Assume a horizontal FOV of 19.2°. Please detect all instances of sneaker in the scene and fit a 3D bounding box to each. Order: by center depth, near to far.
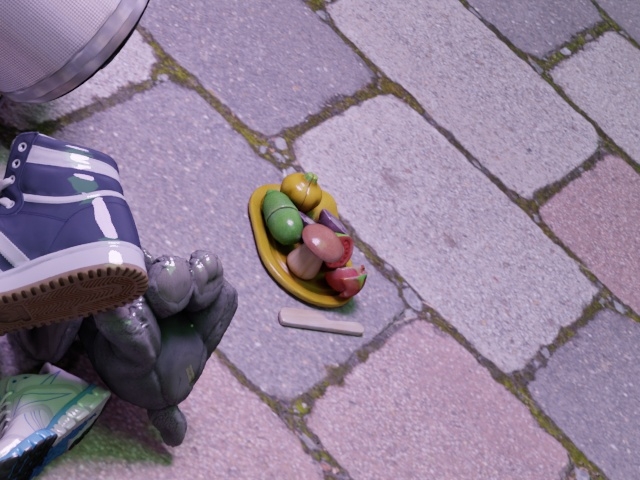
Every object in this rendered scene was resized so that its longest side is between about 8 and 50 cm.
[{"bbox_3d":[-0.296,0.000,1.630,0.282,0.099,0.153,-10,62,-2],"label":"sneaker"},{"bbox_3d":[-0.259,0.159,1.630,0.083,0.071,0.190,36,24,6],"label":"sneaker"}]

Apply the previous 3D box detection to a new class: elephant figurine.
[{"bbox_3d":[-0.206,0.042,1.750,0.239,0.186,0.169,24,-14,31],"label":"elephant figurine"}]

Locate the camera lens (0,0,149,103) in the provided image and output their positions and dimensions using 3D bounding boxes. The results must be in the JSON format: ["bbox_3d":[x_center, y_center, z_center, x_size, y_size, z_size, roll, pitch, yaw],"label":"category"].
[{"bbox_3d":[-0.315,-0.284,1.856,0.274,0.219,0.219,40,28,-32],"label":"camera lens"}]

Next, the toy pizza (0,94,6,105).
[{"bbox_3d":[-0.406,-0.203,1.938,0.201,0.032,0.201,26,35,-20],"label":"toy pizza"}]

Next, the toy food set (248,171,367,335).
[{"bbox_3d":[0.000,0.000,2.063,0.128,0.071,0.218,16,40,-32],"label":"toy food set"}]
